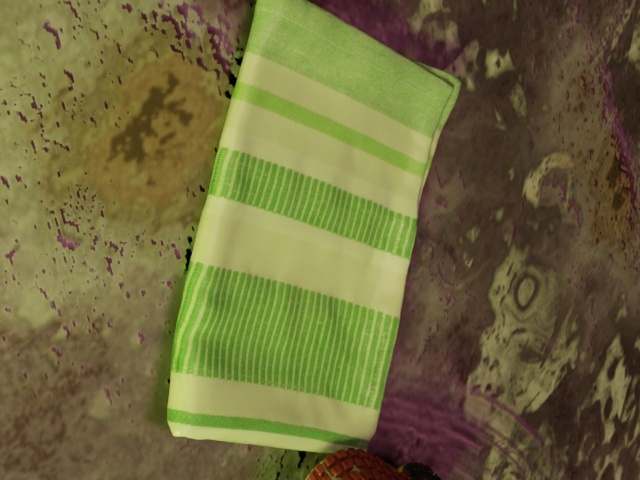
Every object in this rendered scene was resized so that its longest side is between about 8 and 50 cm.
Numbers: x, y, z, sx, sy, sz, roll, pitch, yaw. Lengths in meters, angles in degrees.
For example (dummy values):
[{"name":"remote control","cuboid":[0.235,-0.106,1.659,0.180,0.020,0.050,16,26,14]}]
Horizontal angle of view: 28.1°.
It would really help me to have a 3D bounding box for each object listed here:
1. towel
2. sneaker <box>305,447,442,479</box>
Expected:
[{"name":"towel","cuboid":[0.000,0.000,0.979,0.248,0.038,0.325,16,88,-50]},{"name":"sneaker","cuboid":[0.045,0.236,1.048,0.093,0.088,0.225,-47,147,10]}]
